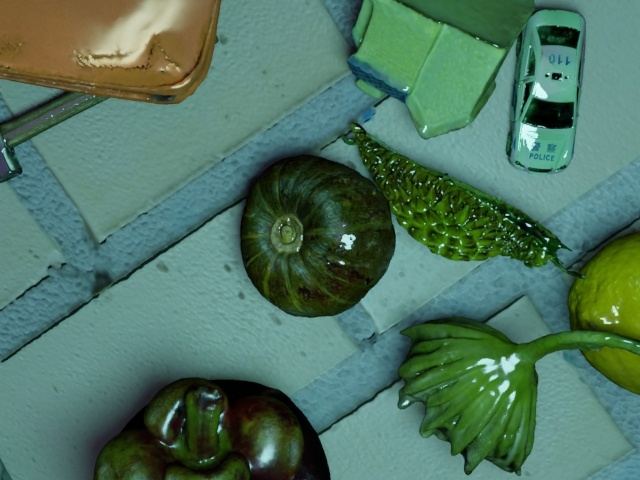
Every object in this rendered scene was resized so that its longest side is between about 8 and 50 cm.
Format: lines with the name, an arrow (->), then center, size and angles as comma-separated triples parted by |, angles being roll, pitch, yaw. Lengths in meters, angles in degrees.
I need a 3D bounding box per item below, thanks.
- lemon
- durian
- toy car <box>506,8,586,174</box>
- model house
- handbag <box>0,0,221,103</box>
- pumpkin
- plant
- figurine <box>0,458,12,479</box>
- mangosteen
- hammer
lemon -> 0.456, 0.095, 1.383 | 0.263, 0.236, 0.236 | 35, 93, -29
durian -> 0.178, -0.032, 1.418 | 0.375, 0.132, 0.106 | 33, 99, 14
toy car -> 0.310, -0.201, 1.443 | 0.090, 0.076, 0.224 | 5, 93, -2
model house -> 0.141, -0.257, 1.404 | 0.214, 0.195, 0.189 | 26, 129, 6
handbag -> -0.329, -0.345, 1.361 | 0.410, 0.116, 0.303 | 10, 95, -9
pumpkin -> 0.000, 0.000, 1.413 | 0.219, 0.162, 0.219 | -3, 83, 28
plant -> 0.263, 0.146, 1.368 | 0.251, 0.180, 0.333 | 46, 119, -3
figurine -> -0.543, 0.420, 1.421 | 0.285, 0.167, 0.342 | -12, 72, -7
mangosteen -> -0.138, 0.303, 1.339 | 0.307, 0.347, 0.307 | -3, 53, 4
hammer -> -0.309, -0.207, 1.459 | 0.365, 0.043, 0.111 | -27, 92, -1
